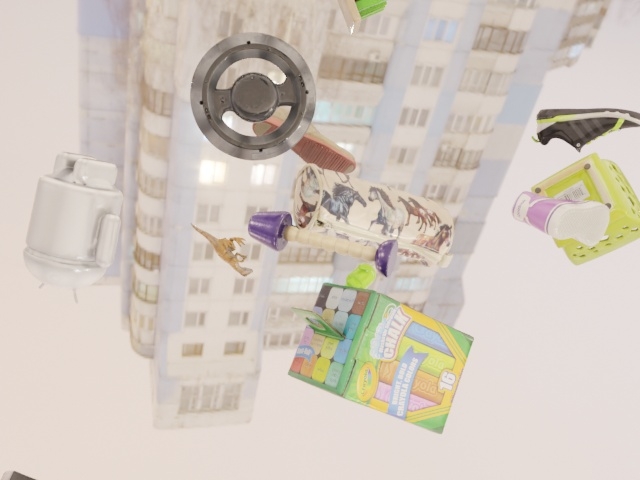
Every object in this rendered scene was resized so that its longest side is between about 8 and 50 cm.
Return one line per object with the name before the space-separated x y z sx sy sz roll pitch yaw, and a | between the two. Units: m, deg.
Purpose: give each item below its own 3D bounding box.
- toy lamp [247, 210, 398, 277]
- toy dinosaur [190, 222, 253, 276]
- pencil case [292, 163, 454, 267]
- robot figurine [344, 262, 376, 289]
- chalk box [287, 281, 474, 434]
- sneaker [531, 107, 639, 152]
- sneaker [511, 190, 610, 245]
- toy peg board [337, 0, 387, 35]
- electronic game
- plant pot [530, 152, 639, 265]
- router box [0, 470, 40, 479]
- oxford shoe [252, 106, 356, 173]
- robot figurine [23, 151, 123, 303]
toy lamp | 0.000 0.000 1.236 0.275 0.080 0.080 12 -147 17
toy dinosaur | -0.261 0.019 1.792 0.211 0.112 0.064 46 -135 -6
pencil case | 0.131 -0.047 1.628 0.410 0.160 0.183 15 -130 -24
robot figurine | 0.122 0.113 2.048 0.067 0.101 0.115 40 -133 14
chalk box | 0.077 0.186 1.145 0.289 0.179 0.180 26 169 -27
sneaker | 0.591 -0.244 1.507 0.235 0.097 0.084 5 -168 25
sneaker | 0.548 -0.065 1.571 0.282 0.102 0.161 8 -166 -44
toy peg board | 0.068 -0.496 1.309 0.079 0.160 0.161 -22 -173 3
electronic game | -0.121 -0.260 1.240 0.229 0.229 0.048 6 -171 -10
plant pot | 0.709 -0.091 1.822 0.207 0.228 0.227 19 -132 -49
router box | -0.496 0.587 1.167 0.243 0.081 0.309 33 -122 -22
oxford shoe | -0.033 -0.326 2.113 0.348 0.123 0.130 28 -125 -15
robot figurine | -0.603 -0.032 1.661 0.300 0.353 0.200 20 -172 34
